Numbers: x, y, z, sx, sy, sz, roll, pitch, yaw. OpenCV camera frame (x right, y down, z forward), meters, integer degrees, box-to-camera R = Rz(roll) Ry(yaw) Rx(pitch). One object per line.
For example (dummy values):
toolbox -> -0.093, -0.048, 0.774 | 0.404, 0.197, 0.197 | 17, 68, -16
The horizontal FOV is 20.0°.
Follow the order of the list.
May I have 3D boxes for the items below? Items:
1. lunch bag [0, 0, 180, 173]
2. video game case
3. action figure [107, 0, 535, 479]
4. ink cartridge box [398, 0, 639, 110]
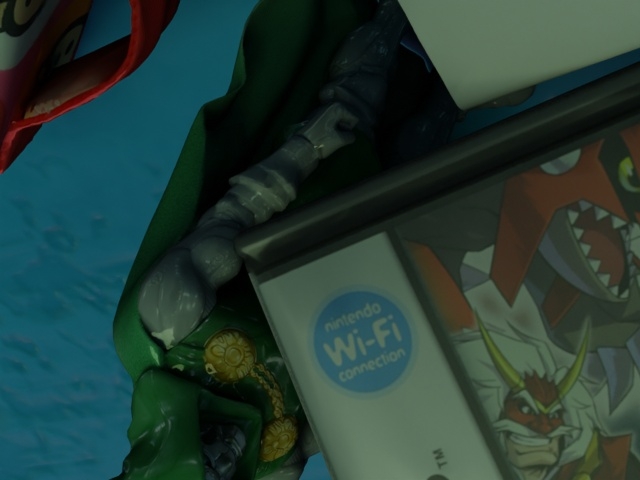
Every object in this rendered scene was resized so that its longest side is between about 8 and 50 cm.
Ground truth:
lunch bag -> -0.159, -0.136, 0.574 | 0.258, 0.120, 0.293 | 28, 135, 3
video game case -> 0.148, 0.062, 0.411 | 0.275, 0.035, 0.248 | -23, 88, 17
action figure -> 0.000, 0.000, 0.527 | 0.063, 0.232, 0.137 | -12, 122, 35
ink cartridge box -> 0.113, -0.119, 0.423 | 0.191, 0.139, 0.082 | -19, 111, 39
